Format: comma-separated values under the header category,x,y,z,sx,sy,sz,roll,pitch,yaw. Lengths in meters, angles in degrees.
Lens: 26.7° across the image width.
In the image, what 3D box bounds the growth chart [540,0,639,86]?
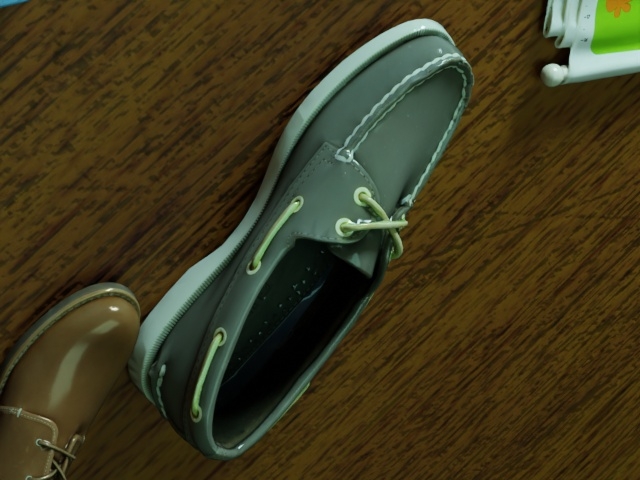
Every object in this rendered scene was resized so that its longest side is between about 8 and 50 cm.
category,x,y,z,sx,sy,sz,roll,pitch,yaw
growth chart,0.219,-0.211,0.916,0.172,0.021,0.237,-20,130,-27

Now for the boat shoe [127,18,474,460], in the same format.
category,x,y,z,sx,sy,sz,roll,pitch,yaw
boat shoe,0.003,0.002,0.844,0.305,0.091,0.109,-52,136,5

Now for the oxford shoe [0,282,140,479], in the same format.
category,x,y,z,sx,sy,sz,roll,pitch,yaw
oxford shoe,-0.167,0.123,0.812,0.076,0.076,0.212,28,98,-43

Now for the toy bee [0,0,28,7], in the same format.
category,x,y,z,sx,sy,sz,roll,pitch,yaw
toy bee,-0.155,-0.137,0.599,0.298,0.162,0.195,9,100,-7
